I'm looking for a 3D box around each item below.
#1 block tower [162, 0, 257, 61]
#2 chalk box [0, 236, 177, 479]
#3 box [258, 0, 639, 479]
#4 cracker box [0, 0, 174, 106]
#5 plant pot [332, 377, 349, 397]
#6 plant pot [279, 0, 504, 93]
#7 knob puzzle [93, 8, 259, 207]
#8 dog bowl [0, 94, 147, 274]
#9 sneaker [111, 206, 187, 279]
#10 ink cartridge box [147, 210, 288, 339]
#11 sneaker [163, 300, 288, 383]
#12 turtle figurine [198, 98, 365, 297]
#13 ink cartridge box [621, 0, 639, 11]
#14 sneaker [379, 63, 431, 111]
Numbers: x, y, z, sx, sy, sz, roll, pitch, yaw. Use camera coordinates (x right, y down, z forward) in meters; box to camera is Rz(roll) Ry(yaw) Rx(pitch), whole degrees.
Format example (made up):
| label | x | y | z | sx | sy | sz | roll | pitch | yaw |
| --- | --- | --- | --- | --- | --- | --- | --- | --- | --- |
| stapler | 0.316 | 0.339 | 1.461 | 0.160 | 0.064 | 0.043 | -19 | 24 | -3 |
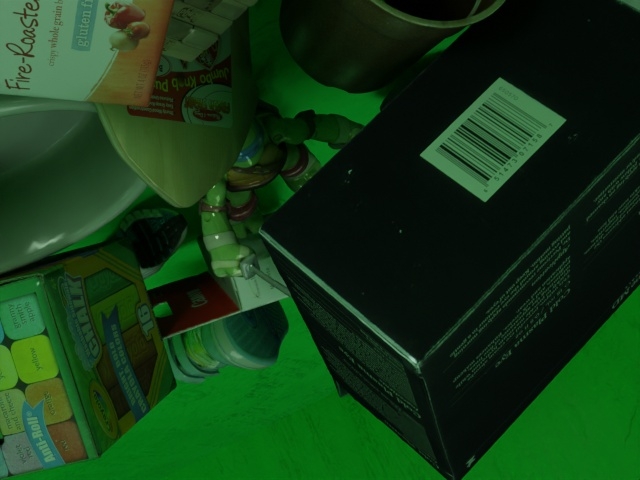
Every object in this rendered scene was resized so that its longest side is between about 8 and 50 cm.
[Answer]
| label | x | y | z | sx | sy | sz | roll | pitch | yaw |
| --- | --- | --- | --- | --- | --- | --- | --- | --- | --- |
| block tower | -0.020 | -0.260 | 0.702 | 0.335 | 0.097 | 0.091 | -36 | 156 | 27 |
| chalk box | -0.285 | 0.120 | 1.018 | 0.179 | 0.180 | 0.289 | -15 | -173 | 12 |
| box | 0.154 | -0.002 | 0.933 | 0.343 | 0.179 | 0.312 | -44 | 151 | -13 |
| cracker box | -0.204 | -0.162 | 0.625 | 0.232 | 0.067 | 0.156 | 3 | 143 | -18 |
| plant pot | 0.055 | 0.086 | 1.594 | 0.165 | 0.234 | 0.166 | -23 | 162 | -4 |
| plant pot | 0.050 | -0.209 | 0.860 | 0.167 | 0.167 | 0.165 | -17 | 168 | -24 |
| knob puzzle | -0.120 | -0.123 | 0.845 | 0.030 | 0.213 | 0.213 | -2 | 179 | 36 |
| dog bowl | -0.290 | -0.070 | 0.883 | 0.348 | 0.102 | 0.349 | -23 | 163 | -7 |
| sneaker | -0.211 | 0.007 | 1.297 | 0.083 | 0.071 | 0.190 | -17 | 171 | -46 |
| ink cartridge box | -0.121 | 0.035 | 1.294 | 0.238 | 0.060 | 0.275 | -17 | -168 | -11 |
| sneaker | -0.171 | 0.162 | 1.606 | 0.208 | 0.127 | 0.319 | -26 | 178 | 9 |
| turtle figurine | -0.032 | -0.040 | 1.104 | 0.274 | 0.198 | 0.266 | 17 | 178 | -2 |
| ink cartridge box | 0.291 | -0.273 | 1.048 | 0.211 | 0.122 | 0.289 | -35 | 160 | 28 |
| sneaker | 0.218 | -0.153 | 1.286 | 0.319 | 0.131 | 0.112 | -12 | 159 | -36 |
